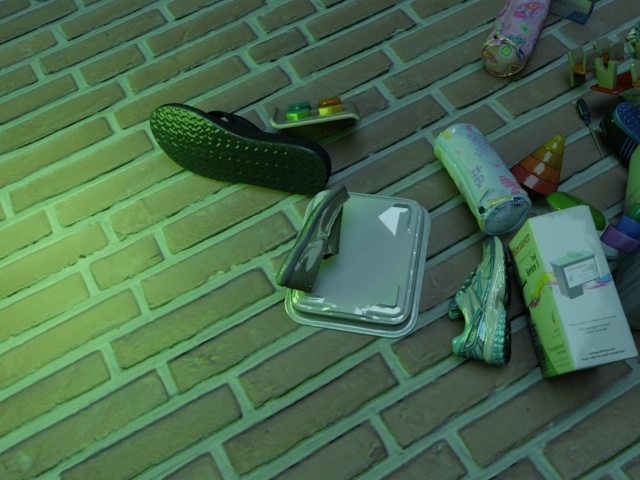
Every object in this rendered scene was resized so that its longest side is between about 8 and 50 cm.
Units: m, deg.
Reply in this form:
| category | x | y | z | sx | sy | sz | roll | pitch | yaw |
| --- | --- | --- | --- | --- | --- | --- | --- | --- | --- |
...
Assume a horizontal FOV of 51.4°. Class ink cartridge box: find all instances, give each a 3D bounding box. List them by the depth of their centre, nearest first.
| category | x | y | z | sx | sy | sz | roll | pitch | yaw |
| --- | --- | --- | --- | --- | --- | --- | --- | --- | --- |
| ink cartridge box | 0.454 | 0.101 | 1.233 | 0.117 | 0.201 | 0.278 | -12 | 74 | 0 |
| ink cartridge box | 0.660 | -0.656 | 1.700 | 0.104 | 0.180 | 0.060 | 28 | 66 | 19 |

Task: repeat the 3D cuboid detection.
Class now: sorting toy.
| category | x | y | z | sx | sy | sz | roll | pitch | yaw |
| --- | --- | --- | --- | --- | --- | --- | --- | --- | --- |
| sorting toy | 0.529 | -0.113 | 1.344 | 0.127 | 0.126 | 0.365 | 15 | 22 | -28 |
| sorting toy | -0.012 | -0.309 | 1.587 | 0.208 | 0.038 | 0.193 | -4 | 21 | 1 |

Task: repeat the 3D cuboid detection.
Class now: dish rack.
| category | x | y | z | sx | sy | sz | roll | pitch | yaw |
| --- | --- | --- | --- | --- | --- | --- | --- | --- | --- |
| dish rack | 0.083 | 0.030 | 1.424 | 0.285 | 0.072 | 0.333 | 8 | 62 | 9 |

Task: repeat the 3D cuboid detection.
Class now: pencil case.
| category | x | y | z | sx | sy | sz | roll | pitch | yaw |
| --- | --- | --- | --- | --- | --- | --- | --- | --- | --- |
| pencil case | 0.345 | -0.136 | 1.445 | 0.124 | 0.113 | 0.273 | -4 | 47 | -18 |
| pencil case | 0.500 | -0.548 | 1.688 | 0.124 | 0.124 | 0.284 | 21 | 63 | 17 |

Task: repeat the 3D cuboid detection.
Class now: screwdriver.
| category | x | y | z | sx | sy | sz | roll | pitch | yaw |
| --- | --- | --- | --- | --- | --- | --- | --- | --- | --- |
| screwdriver | 0.636 | -0.263 | 1.571 | 0.025 | 0.024 | 0.170 | -19 | 62 | 29 |

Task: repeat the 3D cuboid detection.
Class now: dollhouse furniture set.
| category | x | y | z | sx | sy | sz | roll | pitch | yaw |
| --- | --- | --- | --- | --- | --- | --- | --- | --- | --- |
| dollhouse furniture set | 0.753 | -0.390 | 1.542 | 0.259 | 0.135 | 0.262 | -23 | 29 | -13 |

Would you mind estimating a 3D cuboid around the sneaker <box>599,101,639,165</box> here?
| category | x | y | z | sx | sy | sz | roll | pitch | yaw |
| --- | --- | --- | --- | --- | --- | --- | --- | --- | --- |
| sneaker | 0.720 | -0.200 | 1.495 | 0.081 | 0.090 | 0.232 | -29 | 83 | -13 |

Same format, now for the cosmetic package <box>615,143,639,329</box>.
| category | x | y | z | sx | sy | sz | roll | pitch | yaw |
| --- | --- | --- | --- | --- | --- | --- | --- | --- | --- |
| cosmetic package | 0.769 | -0.034 | 1.209 | 0.329 | 0.327 | 0.394 | 14 | 69 | 8 |

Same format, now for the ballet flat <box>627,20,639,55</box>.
| category | x | y | z | sx | sy | sz | roll | pitch | yaw |
| --- | --- | --- | --- | --- | --- | --- | --- | --- | --- |
| ballet flat | 0.800 | -0.512 | 1.687 | 0.041 | 0.041 | 0.114 | 3 | 59 | 7 |

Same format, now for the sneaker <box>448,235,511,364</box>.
| category | x | y | z | sx | sy | sz | roll | pitch | yaw |
| --- | --- | --- | --- | --- | --- | --- | --- | --- | --- |
| sneaker | 0.317 | 0.109 | 1.335 | 0.122 | 0.110 | 0.283 | -2 | 53 | 20 |

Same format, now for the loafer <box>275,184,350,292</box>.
| category | x | y | z | sx | sy | sz | roll | pitch | yaw |
| --- | --- | --- | --- | --- | --- | --- | --- | --- | --- |
| loafer | 0.000 | 0.000 | 1.368 | 0.087 | 0.094 | 0.251 | 31 | 76 | -5 |

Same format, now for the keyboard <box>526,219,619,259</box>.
| category | x | y | z | sx | sy | sz | roll | pitch | yaw |
| --- | --- | --- | --- | --- | --- | --- | --- | --- | --- |
| keyboard | 0.572 | 0.001 | 1.426 | 0.256 | 0.014 | 0.072 | 8 | 56 | 10 |

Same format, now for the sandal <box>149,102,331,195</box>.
| category | x | y | z | sx | sy | sz | roll | pitch | yaw |
| --- | --- | --- | --- | --- | --- | --- | --- | --- | --- |
| sandal | -0.185 | -0.217 | 1.565 | 0.445 | 0.168 | 0.107 | 18 | 38 | 7 |
